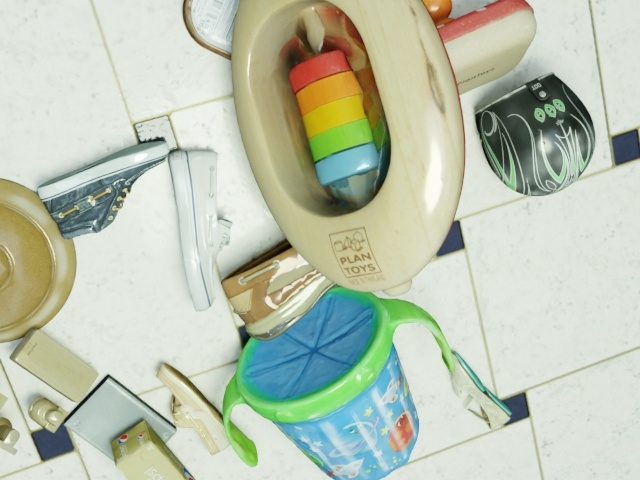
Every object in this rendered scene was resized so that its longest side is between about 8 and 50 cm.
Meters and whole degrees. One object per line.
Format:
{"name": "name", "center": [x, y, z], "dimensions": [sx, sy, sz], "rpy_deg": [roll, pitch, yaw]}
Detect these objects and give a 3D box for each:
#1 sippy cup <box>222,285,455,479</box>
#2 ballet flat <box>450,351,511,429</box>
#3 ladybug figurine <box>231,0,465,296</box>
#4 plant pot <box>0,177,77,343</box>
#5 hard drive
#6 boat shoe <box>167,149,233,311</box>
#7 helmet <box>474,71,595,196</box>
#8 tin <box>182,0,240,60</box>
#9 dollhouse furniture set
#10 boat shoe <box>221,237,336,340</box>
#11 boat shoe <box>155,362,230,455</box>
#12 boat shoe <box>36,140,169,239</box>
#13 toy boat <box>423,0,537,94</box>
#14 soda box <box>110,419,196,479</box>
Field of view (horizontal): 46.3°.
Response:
{"name": "sippy cup", "center": [0.030, 0.223, 1.080], "dimensions": [0.224, 0.305, 0.240], "rpy_deg": [61, 40, -28]}
{"name": "ballet flat", "center": [0.249, 0.251, 1.218], "dimensions": [0.052, 0.057, 0.168], "rpy_deg": [-40, 109, 8]}
{"name": "ladybug figurine", "center": [0.045, -0.153, 0.930], "dimensions": [0.161, 0.305, 0.450], "rpy_deg": [-17, 94, -51]}
{"name": "plant pot", "center": [-0.451, 0.033, 1.003], "dimensions": [0.236, 0.032, 0.237], "rpy_deg": [-4, 105, -14]}
{"name": "hard drive", "center": [-0.293, 0.273, 1.104], "dimensions": [0.094, 0.022, 0.135], "rpy_deg": [-46, 109, 0]}
{"name": "boat shoe", "center": [-0.158, -0.013, 1.037], "dimensions": [0.075, 0.083, 0.227], "rpy_deg": [-9, 104, -11]}
{"name": "helmet", "center": [0.318, -0.146, 1.093], "dimensions": [0.169, 0.169, 0.162], "rpy_deg": [-27, 91, -7]}
{"name": "tin", "center": [-0.094, -0.289, 1.014], "dimensions": [0.189, 0.040, 0.106], "rpy_deg": [21, 101, -18]}
{"name": "dollhouse furniture set", "center": [-0.431, 0.207, 1.046], "dimensions": [0.144, 0.123, 0.151], "rpy_deg": [47, 60, -31]}
{"name": "boat shoe", "center": [0.000, 0.000, 1.058], "dimensions": [0.324, 0.122, 0.120], "rpy_deg": [-41, 101, -9]}
{"name": "boat shoe", "center": [-0.191, 0.254, 1.103], "dimensions": [0.059, 0.063, 0.170], "rpy_deg": [-41, 110, -8]}
{"name": "boat shoe", "center": [-0.279, -0.069, 1.008], "dimensions": [0.183, 0.065, 0.083], "rpy_deg": [-22, 110, -2]}
{"name": "toy boat", "center": [0.172, -0.287, 1.042], "dimensions": [0.231, 0.151, 0.151], "rpy_deg": [-24, 77, -8]}
{"name": "soda box", "center": [-0.231, 0.351, 1.100], "dimensions": [0.061, 0.058, 0.181], "rpy_deg": [-34, 121, -8]}
